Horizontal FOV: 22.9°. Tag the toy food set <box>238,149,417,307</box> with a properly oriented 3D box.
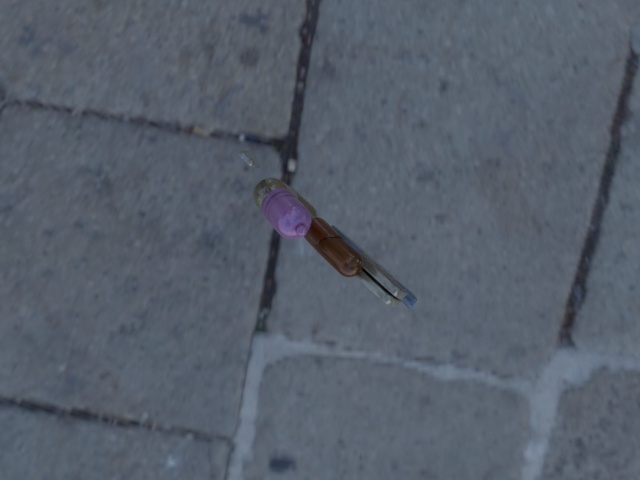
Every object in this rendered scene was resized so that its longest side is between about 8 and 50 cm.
[{"bbox_3d":[0.000,0.000,0.830,0.122,0.078,0.019,41,94,-1],"label":"toy food set"}]
